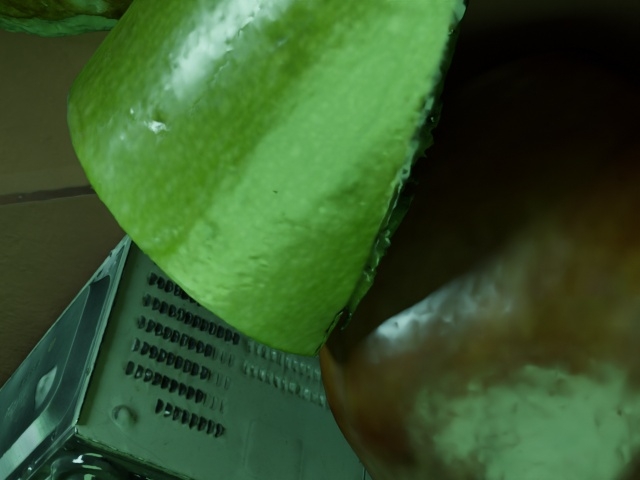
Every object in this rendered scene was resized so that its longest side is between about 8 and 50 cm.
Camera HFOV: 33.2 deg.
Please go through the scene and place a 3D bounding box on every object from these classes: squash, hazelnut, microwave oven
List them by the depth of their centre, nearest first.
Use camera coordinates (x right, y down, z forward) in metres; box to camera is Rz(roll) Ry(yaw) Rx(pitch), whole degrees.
[{"bbox_3d":[0.023,-0.131,0.604,0.309,0.234,0.210,-41,117,20],"label":"squash"},{"bbox_3d":[0.177,0.057,0.725,0.365,0.366,0.366,4,138,3],"label":"hazelnut"},{"bbox_3d":[-0.154,0.234,1.022,0.333,0.247,0.394,25,135,-21],"label":"microwave oven"}]

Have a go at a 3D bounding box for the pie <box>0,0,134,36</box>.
[{"bbox_3d":[-0.210,-0.208,0.664,0.274,0.106,0.257,15,152,-5],"label":"pie"}]
